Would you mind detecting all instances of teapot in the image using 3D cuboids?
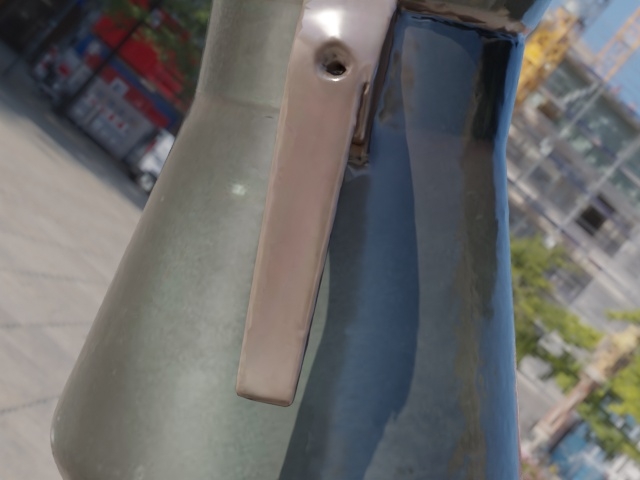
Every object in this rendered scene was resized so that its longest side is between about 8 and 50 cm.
[{"bbox_3d":[0.000,0.000,0.663,0.253,0.344,0.300,9,6,3],"label":"teapot"}]
